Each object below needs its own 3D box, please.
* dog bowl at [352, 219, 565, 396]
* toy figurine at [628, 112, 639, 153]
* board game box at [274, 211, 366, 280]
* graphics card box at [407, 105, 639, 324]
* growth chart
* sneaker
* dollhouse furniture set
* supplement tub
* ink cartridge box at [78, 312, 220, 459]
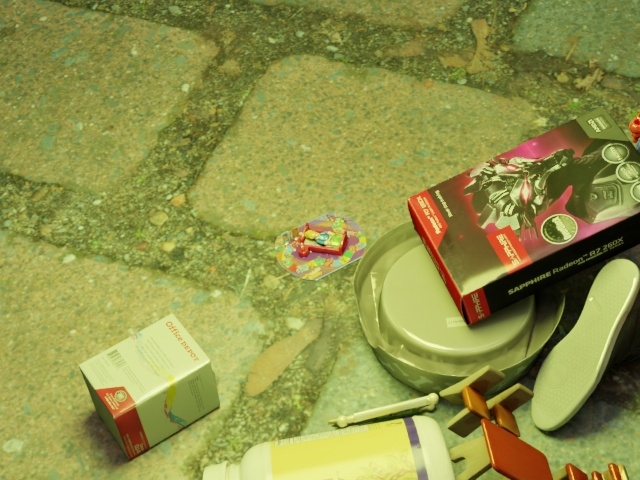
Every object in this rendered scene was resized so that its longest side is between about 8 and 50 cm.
[{"bbox_3d":[0.227,0.111,1.865,0.348,0.102,0.349,-3,48,4],"label":"dog bowl"},{"bbox_3d":[0.633,-0.108,1.976,0.217,0.191,0.362,33,59,24],"label":"toy figurine"},{"bbox_3d":[0.000,0.000,2.035,0.168,0.033,0.133,-26,50,-17],"label":"board game box"},{"bbox_3d":[0.351,-0.044,1.812,0.370,0.094,0.233,-24,50,0],"label":"graphics card box"},{"bbox_3d":[0.095,0.258,1.679,0.171,0.237,0.021,-15,78,-1],"label":"growth chart"},{"bbox_3d":[0.451,0.187,1.775,0.104,0.147,0.296,26,85,51],"label":"sneaker"},{"bbox_3d":[0.305,0.323,1.544,0.135,0.259,0.262,-36,41,26],"label":"dollhouse furniture set"},{"bbox_3d":[0.020,0.383,1.541,0.331,0.241,0.241,-10,48,-1],"label":"supplement tub"},{"bbox_3d":[-0.268,0.231,1.786,0.176,0.127,0.128,-29,51,-19],"label":"ink cartridge box"}]
